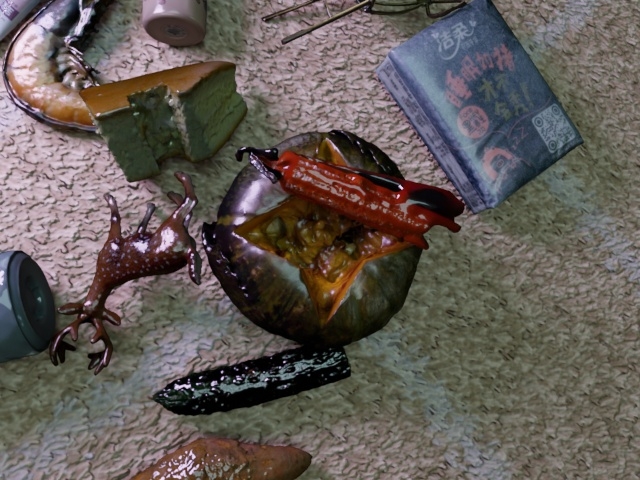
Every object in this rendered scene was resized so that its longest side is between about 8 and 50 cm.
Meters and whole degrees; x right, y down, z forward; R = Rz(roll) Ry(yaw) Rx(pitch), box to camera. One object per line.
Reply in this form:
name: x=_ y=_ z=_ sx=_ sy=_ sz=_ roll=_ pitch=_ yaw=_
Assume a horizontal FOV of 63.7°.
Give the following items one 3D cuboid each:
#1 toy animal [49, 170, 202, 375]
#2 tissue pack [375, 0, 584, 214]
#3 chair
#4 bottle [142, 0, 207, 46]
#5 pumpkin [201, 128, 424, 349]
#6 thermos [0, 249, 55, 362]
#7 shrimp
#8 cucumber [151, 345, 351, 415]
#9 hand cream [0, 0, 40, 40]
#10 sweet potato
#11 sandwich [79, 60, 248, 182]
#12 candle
toy animal: x=-0.270 y=0.040 z=0.715 sx=0.087 sy=0.243 sz=0.260 roll=34 pitch=45 yaw=-45
tissue pack: x=0.276 y=-0.235 z=0.885 sx=0.228 sy=0.103 sz=0.315 roll=-34 pitch=90 yaw=-15
chair: x=0.060 y=-0.434 z=0.829 sx=0.326 sy=0.170 sz=0.160 roll=-19 pitch=42 yaw=-8
bottle: x=-0.234 y=-0.427 z=0.820 sx=0.110 sy=0.097 sz=0.209 roll=-3 pitch=81 yaw=12
pumpkin: x=0.000 y=0.000 z=0.754 sx=0.321 sy=0.192 sz=0.320 roll=2 pitch=80 yaw=-10
thermos: x=-0.510 y=0.127 z=0.665 sx=0.287 sy=0.145 sz=0.182 roll=-15 pitch=83 yaw=-11
shrimp: x=-0.341 y=-0.297 z=0.799 sx=0.222 sy=0.054 sz=0.290 roll=28 pitch=81 yaw=-5
cucumber: x=-0.097 y=0.209 z=0.771 sx=0.300 sy=0.072 sz=0.072 roll=-13 pitch=85 yaw=-11
hand cream: x=-0.407 y=-0.413 z=0.774 sx=0.331 sy=0.058 sz=0.085 roll=-38 pitch=85 yaw=8
sweet potato: x=-0.180 y=0.341 z=0.727 sx=0.342 sy=0.092 sz=0.114 roll=-19 pitch=111 yaw=-12
sandwich: x=-0.211 y=-0.189 z=0.763 sx=0.236 sy=0.122 sz=0.128 roll=-24 pitch=43 yaw=-18
candle: x=0.041 y=-0.064 z=0.644 sx=0.302 sy=0.059 sz=0.084 roll=19 pitch=66 yaw=-10
